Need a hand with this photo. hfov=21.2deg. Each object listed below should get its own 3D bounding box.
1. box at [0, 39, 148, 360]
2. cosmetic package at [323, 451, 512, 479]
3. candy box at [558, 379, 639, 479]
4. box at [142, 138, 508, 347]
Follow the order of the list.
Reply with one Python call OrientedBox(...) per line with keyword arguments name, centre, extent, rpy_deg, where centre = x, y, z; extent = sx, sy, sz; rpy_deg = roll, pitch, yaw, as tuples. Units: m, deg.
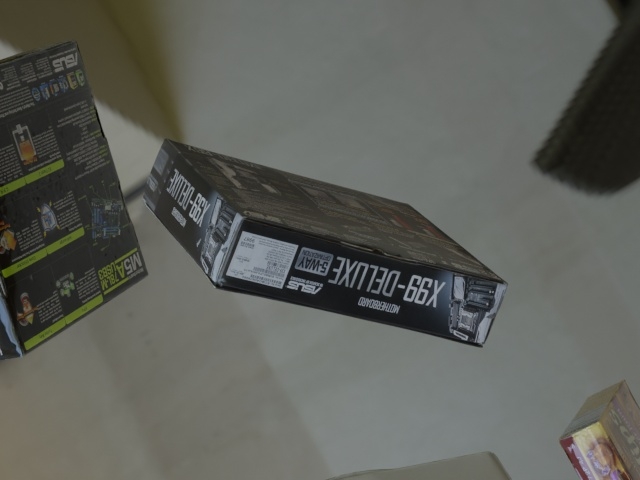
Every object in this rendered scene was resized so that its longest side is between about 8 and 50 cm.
OrientedBox(name="box", centre=(-0.198, -0.032, 1.162), extent=(0.191, 0.045, 0.184), rpy_deg=(-39, -62, -64))
OrientedBox(name="cosmetic package", centre=(0.037, 0.218, 0.760), extent=(0.151, 0.151, 0.183), rpy_deg=(-7, -139, -24))
OrientedBox(name="candy box", centre=(0.310, 0.223, 1.785), extent=(0.109, 0.053, 0.187), rpy_deg=(62, -159, 0))
OrientedBox(name="box", centre=(0.000, 0.000, 1.725), extent=(0.307, 0.076, 0.242), rpy_deg=(14, -166, -28))
